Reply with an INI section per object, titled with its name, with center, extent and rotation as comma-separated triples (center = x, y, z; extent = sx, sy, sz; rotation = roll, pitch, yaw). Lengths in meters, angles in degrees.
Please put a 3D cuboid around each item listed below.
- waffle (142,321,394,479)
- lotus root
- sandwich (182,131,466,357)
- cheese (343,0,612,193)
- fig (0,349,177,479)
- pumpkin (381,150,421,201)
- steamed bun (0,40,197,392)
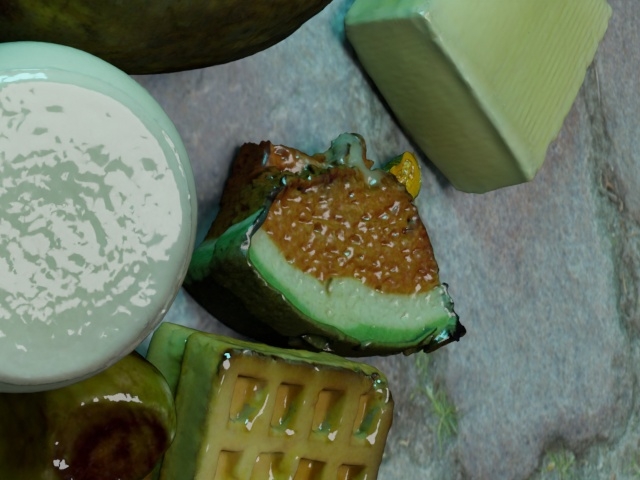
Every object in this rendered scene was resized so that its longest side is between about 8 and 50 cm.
[waffle]
center = -0.068, 0.242, 1.231
extent = 0.224, 0.098, 0.327
rotation = 15, 88, -42
[lotus root]
center = -0.141, -0.245, 1.132
extent = 0.346, 0.250, 0.250
rotation = -11, 94, -51
[sandwich]
center = -0.006, 0.009, 1.355
extent = 0.292, 0.109, 0.212
rotation = -4, 82, -50
[cheese]
center = 0.168, -0.223, 1.553
extent = 0.242, 0.124, 0.265
rotation = 55, 48, -33
[fig]
center = -0.192, 0.122, 1.127
extent = 0.144, 0.154, 0.165
rotation = -29, 76, -30
[pumpkin]
center = 0.073, -0.054, 1.500
extent = 0.083, 0.028, 0.050
rotation = -44, 119, -51
[steamed bun]
center = -0.203, -0.017, 1.029
extent = 0.232, 0.145, 0.232
rotation = -3, 98, -25
